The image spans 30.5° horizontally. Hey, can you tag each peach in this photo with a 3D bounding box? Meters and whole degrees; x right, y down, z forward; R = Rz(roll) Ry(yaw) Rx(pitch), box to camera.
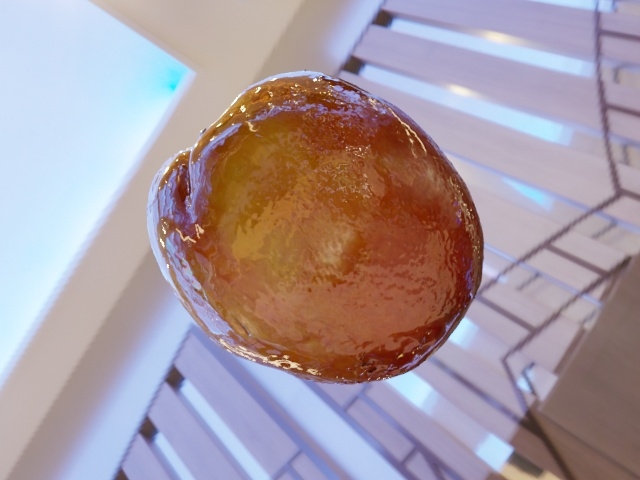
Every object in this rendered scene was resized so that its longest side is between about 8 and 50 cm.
[{"bbox_3d":[0.000,0.000,0.969,0.281,0.281,0.238,21,-42,-29],"label":"peach"}]
